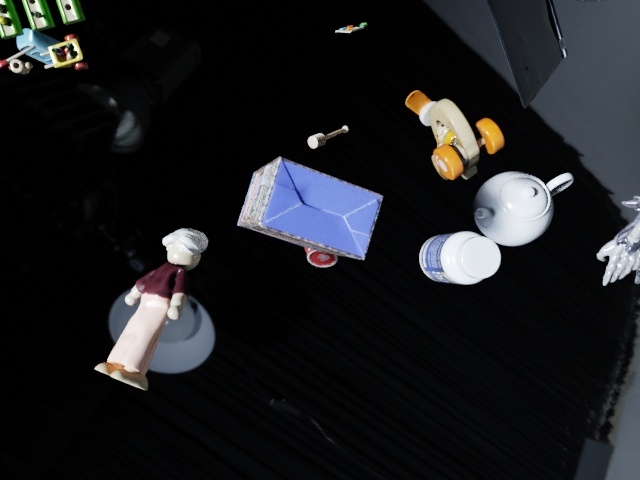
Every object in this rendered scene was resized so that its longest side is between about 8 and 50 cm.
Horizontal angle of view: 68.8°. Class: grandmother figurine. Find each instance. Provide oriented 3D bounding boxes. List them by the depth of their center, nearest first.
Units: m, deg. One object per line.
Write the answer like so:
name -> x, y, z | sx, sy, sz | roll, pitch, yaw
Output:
grandmother figurine -> -0.340, 0.125, 0.986 | 0.208, 0.104, 0.342 | 9, 65, 31

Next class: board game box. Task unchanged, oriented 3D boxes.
board game box -> -0.037, -0.065, 1.049 | 0.291, 0.232, 0.141 | -174, 101, -73

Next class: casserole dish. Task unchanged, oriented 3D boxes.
casserole dish -> -0.683, -0.471, 1.155 | 0.188, 0.114, 0.037 | 18, 88, 47

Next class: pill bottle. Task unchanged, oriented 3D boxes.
pill bottle -> 0.251, 0.032, 0.848 | 0.094, 0.094, 0.169 | -52, 4, -7

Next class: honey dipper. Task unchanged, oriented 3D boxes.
honey dipper -> 0.027, -0.266, 1.185 | 0.161, 0.030, 0.030 | -33, -9, -46

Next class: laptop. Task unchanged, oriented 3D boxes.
laptop -> 0.508, -0.632, 1.309 | 0.236, 0.382, 0.408 | -31, 28, 6

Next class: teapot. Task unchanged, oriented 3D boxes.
teapot -> 0.607, -0.115, 1.428 | 0.187, 0.253, 0.256 | 92, -160, -71

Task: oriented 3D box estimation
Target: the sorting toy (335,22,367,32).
sorting toy -> 0.089, -0.584, 1.283 | 0.083, 0.012, 0.062 | -32, 37, -32

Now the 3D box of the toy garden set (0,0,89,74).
toy garden set -> -0.622, -0.444, 0.978 | 0.244, 0.203, 0.049 | -14, 12, -1

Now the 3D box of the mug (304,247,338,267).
mug -> 0.010, 0.000, 1.441 | 0.150, 0.113, 0.169 | 100, 175, -51

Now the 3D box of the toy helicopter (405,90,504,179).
toy helicopter -> 0.317, -0.250, 1.201 | 0.140, 0.235, 0.355 | -33, -13, 2

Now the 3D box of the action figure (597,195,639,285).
action figure -> 0.411, 0.022, 0.529 | 0.276, 0.164, 0.141 | -18, -49, -53
